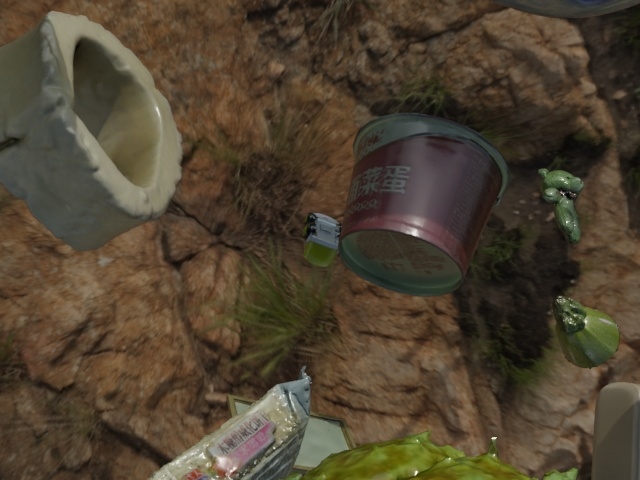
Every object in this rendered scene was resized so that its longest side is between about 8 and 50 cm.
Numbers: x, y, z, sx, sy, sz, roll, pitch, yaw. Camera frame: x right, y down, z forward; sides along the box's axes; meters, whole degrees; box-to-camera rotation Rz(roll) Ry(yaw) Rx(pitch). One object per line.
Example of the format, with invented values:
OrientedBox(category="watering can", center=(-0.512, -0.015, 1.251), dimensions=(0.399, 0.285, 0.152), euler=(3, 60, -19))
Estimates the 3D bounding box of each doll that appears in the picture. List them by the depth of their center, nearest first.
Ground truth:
OrientedBox(category="doll", center=(0.452, -0.066, 1.392), dimensions=(0.115, 0.077, 0.150), euler=(30, 46, -38))

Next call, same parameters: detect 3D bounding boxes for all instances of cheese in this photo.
OrientedBox(category="cheese", center=(-0.354, -0.159, 1.133), dimensions=(0.153, 0.292, 0.332), euler=(-27, 50, 19))

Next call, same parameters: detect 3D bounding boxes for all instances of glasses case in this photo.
OrientedBox(category="glasses case", center=(0.380, 0.276, 0.946), dimensions=(0.050, 0.083, 0.196), euler=(15, 74, -19))

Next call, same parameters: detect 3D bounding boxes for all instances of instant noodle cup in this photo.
OrientedBox(category="instant noodle cup", center=(0.134, -0.041, 1.075), dimensions=(0.234, 0.235, 0.178), euler=(24, 62, -7))

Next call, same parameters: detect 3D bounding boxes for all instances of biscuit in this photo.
OrientedBox(category="biscuit", center=(-0.121, 0.282, 0.875), dimensions=(0.079, 0.186, 0.309), euler=(37, 45, 25))

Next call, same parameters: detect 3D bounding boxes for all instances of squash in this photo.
OrientedBox(category="squash", center=(0.425, 0.144, 1.260), dimensions=(0.132, 0.105, 0.105), euler=(35, 84, -45))

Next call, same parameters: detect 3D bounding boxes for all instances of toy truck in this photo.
OrientedBox(category="toy truck", center=(0.000, 0.000, 1.340), dimensions=(0.076, 0.111, 0.077), euler=(19, 114, -9))

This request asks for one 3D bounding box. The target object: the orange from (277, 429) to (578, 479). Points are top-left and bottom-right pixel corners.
OrientedBox(category="orange", center=(0.042, 0.250, 0.384), dimensions=(0.223, 0.300, 0.301), euler=(29, 57, -40))

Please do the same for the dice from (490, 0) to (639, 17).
OrientedBox(category="dice", center=(0.289, -0.459, 0.860), dimensions=(0.304, 0.304, 0.277), euler=(14, 67, -6))

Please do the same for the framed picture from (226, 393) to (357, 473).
OrientedBox(category="framed picture", center=(-0.034, 0.287, 1.103), dimensions=(0.201, 0.136, 0.010), euler=(18, 111, -23))
